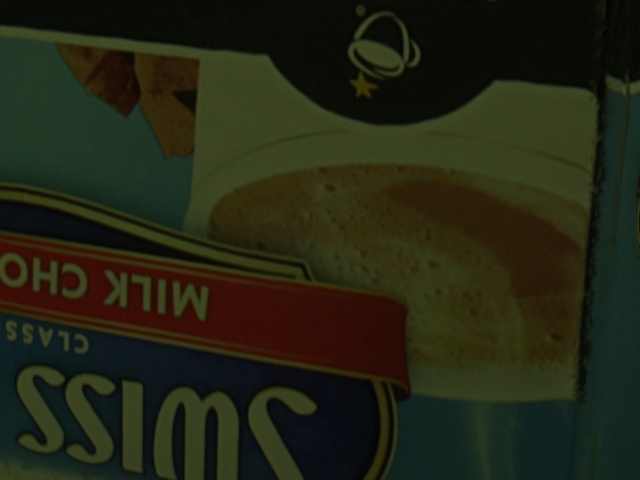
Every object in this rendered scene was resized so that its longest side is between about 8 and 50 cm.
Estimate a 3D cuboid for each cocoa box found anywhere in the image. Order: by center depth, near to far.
[{"bbox_3d":[0.021,-0.059,0.515,0.231,0.228,0.347,9,15,23],"label":"cocoa box"}]
